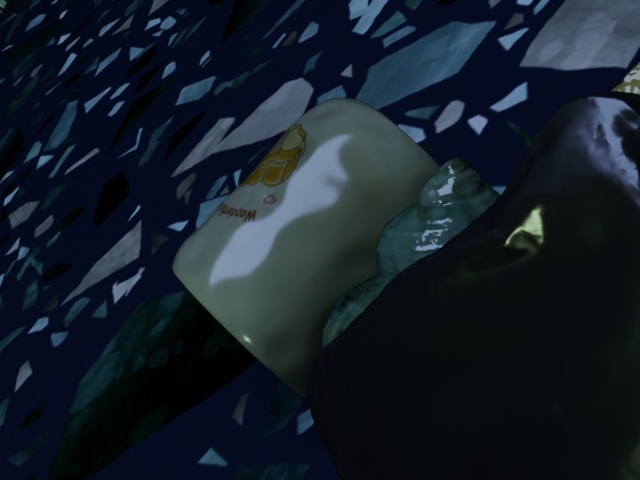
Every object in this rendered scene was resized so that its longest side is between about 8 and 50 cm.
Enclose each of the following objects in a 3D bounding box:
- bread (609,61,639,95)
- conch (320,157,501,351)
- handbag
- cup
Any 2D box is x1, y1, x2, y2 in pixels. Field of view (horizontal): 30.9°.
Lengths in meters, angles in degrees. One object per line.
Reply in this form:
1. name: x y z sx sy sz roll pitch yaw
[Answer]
1. bread: 0.267 -0.006 0.655 0.160 0.147 0.260 -47 42 10
2. conch: 0.088 0.048 0.802 0.176 0.122 0.188 3 71 -1
3. handbag: 0.118 0.073 0.625 0.075 0.191 0.332 -15 -24 -43
4. cup: 0.013 0.012 0.976 0.202 0.255 0.173 -46 71 -2
